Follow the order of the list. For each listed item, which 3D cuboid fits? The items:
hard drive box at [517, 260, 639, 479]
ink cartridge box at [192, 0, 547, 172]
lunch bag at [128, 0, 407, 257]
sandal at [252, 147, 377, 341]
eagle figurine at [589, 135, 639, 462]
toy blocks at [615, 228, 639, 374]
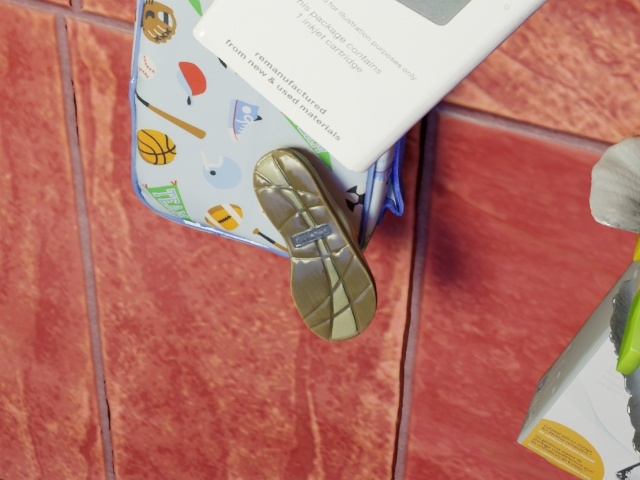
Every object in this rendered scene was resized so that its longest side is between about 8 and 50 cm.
[{"bbox_3d":[0.306,0.129,1.283,0.181,0.089,0.232,29,135,2],"label":"hard drive box"},{"bbox_3d":[0.086,-0.186,0.686,0.115,0.198,0.273,40,134,-8],"label":"ink cartridge box"},{"bbox_3d":[-0.033,-0.118,1.235,0.243,0.115,0.303,16,135,8],"label":"lunch bag"},{"bbox_3d":[0.000,0.000,1.226,0.072,0.049,0.180,-16,110,22],"label":"sandal"},{"bbox_3d":[0.329,0.052,1.103,0.226,0.225,0.298,-11,117,26],"label":"eagle figurine"},{"bbox_3d":[0.360,-0.070,0.923,0.261,0.381,0.191,15,159,6],"label":"toy blocks"}]
